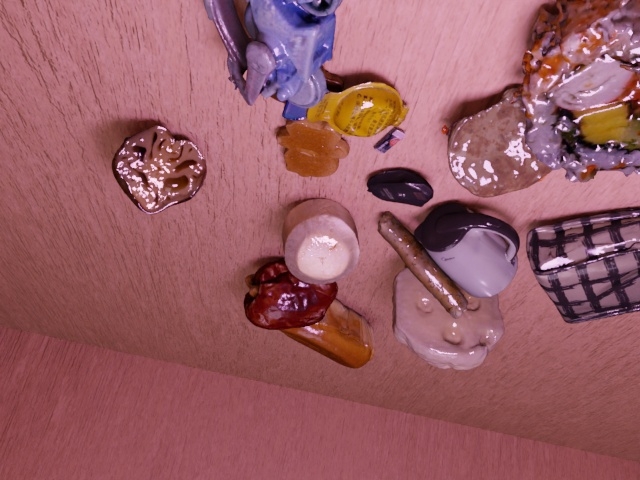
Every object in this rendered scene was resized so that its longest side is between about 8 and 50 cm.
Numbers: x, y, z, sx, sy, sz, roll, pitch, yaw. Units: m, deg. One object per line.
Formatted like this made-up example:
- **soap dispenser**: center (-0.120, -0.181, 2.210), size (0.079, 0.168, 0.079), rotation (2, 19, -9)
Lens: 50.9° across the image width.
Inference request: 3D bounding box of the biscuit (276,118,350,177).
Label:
- **biscuit**: center (-0.017, -0.206, 1.498), size (0.166, 0.036, 0.225), rotation (10, 155, 4)

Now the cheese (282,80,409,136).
- **cheese**: center (0.052, -0.255, 1.302), size (0.250, 0.064, 0.156), rotation (1, 148, -20)

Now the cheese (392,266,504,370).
- **cheese**: center (0.342, 0.178, 1.778), size (0.318, 0.326, 0.115), rotation (46, 162, 20)

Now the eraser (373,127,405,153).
- **eraser**: center (0.147, -0.212, 1.439), size (0.027, 0.019, 0.099), rotation (23, 149, -19)

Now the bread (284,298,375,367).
- **bread**: center (0.016, 0.303, 2.272), size (0.388, 0.183, 0.236), rotation (26, 152, -25)

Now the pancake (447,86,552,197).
- **pancake**: center (0.359, -0.186, 1.290), size (0.222, 0.042, 0.236), rotation (31, 115, -23)

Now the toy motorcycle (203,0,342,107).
- **toy motorcycle**: center (-0.088, -0.352, 1.093), size (0.241, 0.182, 0.319), rotation (12, 148, -2)

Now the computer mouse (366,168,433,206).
- **computer mouse**: center (0.185, -0.127, 1.548), size (0.172, 0.057, 0.099), rotation (7, 156, 34)

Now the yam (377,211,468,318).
- **yam**: center (0.256, 0.061, 1.694), size (0.317, 0.067, 0.071), rotation (49, 167, 3)

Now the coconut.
- **coconut**: center (0.000, 0.000, 1.711), size (0.202, 0.222, 0.202), rotation (-2, 113, -4)

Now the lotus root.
- **lotus root**: center (-0.391, -0.176, 1.603), size (0.180, 0.199, 0.188), rotation (21, 135, 66)

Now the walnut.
- **walnut**: center (-0.095, 0.167, 2.060), size (0.269, 0.222, 0.244), rotation (11, -175, -16)

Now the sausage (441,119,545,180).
- **sausage**: center (0.349, -0.187, 1.353), size (0.234, 0.071, 0.071), rotation (19, 151, -11)

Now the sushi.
- **sushi**: center (0.508, -0.238, 1.080), size (0.417, 0.176, 0.417), rotation (9, 152, 5)

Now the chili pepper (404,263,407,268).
- **chili pepper**: center (0.265, 0.075, 1.895), size (0.050, 0.052, 0.202), rotation (17, 155, 23)

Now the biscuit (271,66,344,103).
- **biscuit**: center (-0.041, -0.310, 1.323), size (0.175, 0.026, 0.124), rotation (12, 153, 1)

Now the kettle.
- **kettle**: center (0.374, 0.012, 1.616), size (0.221, 0.161, 0.236), rotation (-12, 141, 42)

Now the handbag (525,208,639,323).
- **handbag**: center (0.692, 0.062, 1.589), size (0.327, 0.163, 0.325), rotation (-12, 146, 28)
